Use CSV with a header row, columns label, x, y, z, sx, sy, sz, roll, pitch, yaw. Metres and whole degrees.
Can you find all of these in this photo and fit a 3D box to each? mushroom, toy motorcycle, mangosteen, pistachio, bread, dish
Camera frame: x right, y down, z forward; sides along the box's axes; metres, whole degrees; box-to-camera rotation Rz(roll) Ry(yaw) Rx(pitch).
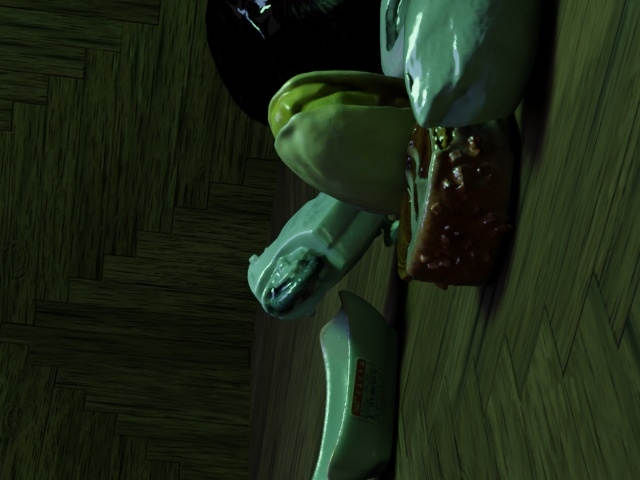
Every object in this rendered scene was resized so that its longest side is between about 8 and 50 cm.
label,x,y,z,sx,sy,sz,roll,pitch,yaw
mushroom,0.128,-0.215,1.196,0.118,0.103,0.270,-114,36,-79
toy motorcycle,0.000,0.000,1.768,0.171,0.110,0.260,-35,15,52
mangosteen,0.005,-0.222,1.765,0.287,0.233,0.287,41,150,30
pistachio,0.044,-0.081,1.420,0.145,0.201,0.117,-48,47,40
bread,0.110,-0.037,1.294,0.160,0.073,0.160,-170,90,-84
dish,0.040,0.176,1.743,0.151,0.077,0.212,113,163,-65

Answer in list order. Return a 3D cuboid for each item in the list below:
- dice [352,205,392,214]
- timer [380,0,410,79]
label,x,y,z,sx,sy,sz,roll,pitch,yaw
dice,0.070,-0.086,1.648,0.094,0.091,0.093,104,170,-60
timer,0.113,-0.249,1.431,0.190,0.069,0.208,-88,19,-46
